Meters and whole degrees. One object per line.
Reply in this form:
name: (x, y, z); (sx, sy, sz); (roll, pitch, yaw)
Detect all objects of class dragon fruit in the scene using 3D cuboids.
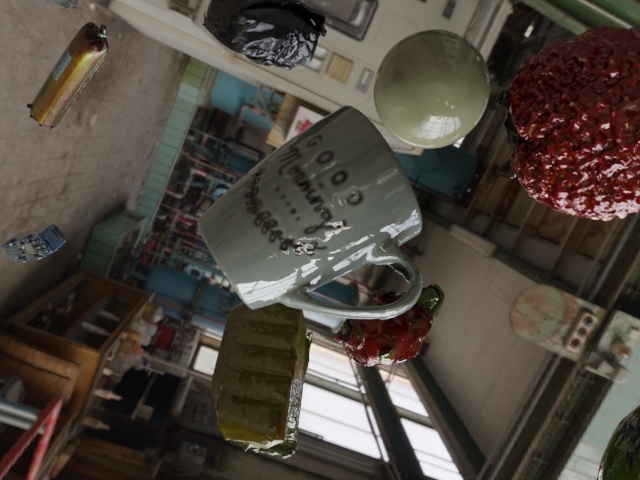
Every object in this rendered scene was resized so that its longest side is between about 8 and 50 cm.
dragon fruit: (0.169, 0.186, 1.220); (0.269, 0.200, 0.198); (-54, -153, -3)

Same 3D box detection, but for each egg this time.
egg: (0.182, -0.254, 0.859); (0.254, 0.188, 0.189); (-89, -156, -71)

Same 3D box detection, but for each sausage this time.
sausage: (-0.554, -0.367, 1.126); (0.371, 0.082, 0.082); (-24, -142, 42)

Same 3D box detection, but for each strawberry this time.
strawberry: (0.390, -0.160, 0.684); (0.257, 0.261, 0.261); (-71, -176, -82)

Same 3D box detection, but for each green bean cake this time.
green bean cake: (-0.091, 0.228, 0.834); (0.236, 0.124, 0.233); (86, 11, -62)

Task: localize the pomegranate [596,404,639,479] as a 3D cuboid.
pomegranate: (0.302, 0.162, 0.319); (0.263, 0.211, 0.211); (-51, -176, -17)

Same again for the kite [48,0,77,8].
kite: (-0.512, -0.473, 0.852); (0.015, 0.245, 0.141); (-56, 153, -66)

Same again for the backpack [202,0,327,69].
backpack: (-0.088, -0.314, 0.748); (0.120, 0.165, 0.106); (51, -46, 31)

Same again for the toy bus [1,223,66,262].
toy bus: (-0.574, 0.006, 1.018); (0.153, 0.051, 0.061); (-7, -148, 36)

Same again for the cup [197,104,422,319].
cup: (0.000, 0.000, 0.623); (0.234, 0.258, 0.186); (-33, 159, -5)
